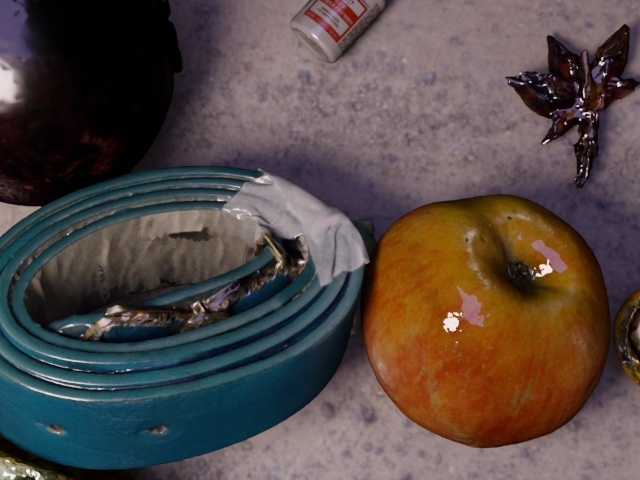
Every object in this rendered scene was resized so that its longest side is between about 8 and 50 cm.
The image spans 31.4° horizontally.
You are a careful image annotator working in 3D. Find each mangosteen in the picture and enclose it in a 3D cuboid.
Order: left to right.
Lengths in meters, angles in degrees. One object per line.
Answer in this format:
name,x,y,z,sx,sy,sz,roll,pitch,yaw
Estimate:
mangosteen,-0.383,-0.216,1.310,0.435,0.382,0.382,-13,80,-10

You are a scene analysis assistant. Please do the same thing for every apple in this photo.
apple,0.185,0.087,1.289,0.301,0.301,0.302,-1,81,3

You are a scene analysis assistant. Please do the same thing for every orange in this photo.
orange,0.422,0.114,1.349,0.160,0.112,0.170,-32,114,-7

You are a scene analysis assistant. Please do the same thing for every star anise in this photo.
star anise,0.315,-0.189,1.431,0.157,0.053,0.212,30,86,7

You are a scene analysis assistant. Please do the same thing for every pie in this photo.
pie,-0.331,0.278,1.281,0.354,0.288,0.103,12,83,10

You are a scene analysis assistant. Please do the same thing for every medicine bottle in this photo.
medicine bottle,0.034,-0.300,1.452,0.079,0.079,0.140,42,86,9

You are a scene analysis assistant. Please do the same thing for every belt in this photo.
belt,-0.164,0.073,1.248,0.436,0.173,0.300,-13,54,-22

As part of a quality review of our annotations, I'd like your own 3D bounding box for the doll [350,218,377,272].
doll,0.000,0.000,1.412,0.150,0.077,0.115,8,126,10
